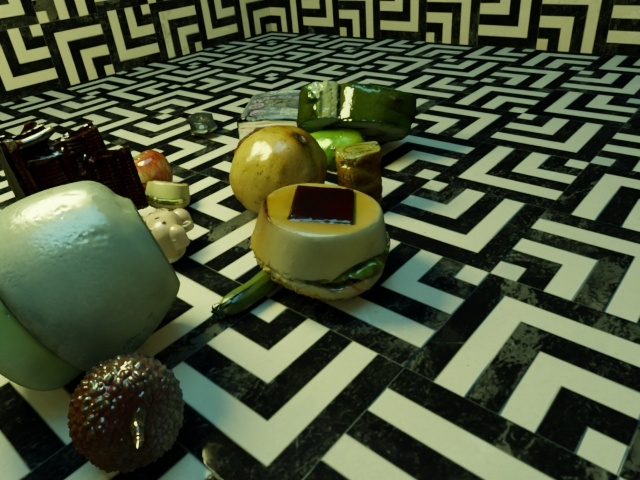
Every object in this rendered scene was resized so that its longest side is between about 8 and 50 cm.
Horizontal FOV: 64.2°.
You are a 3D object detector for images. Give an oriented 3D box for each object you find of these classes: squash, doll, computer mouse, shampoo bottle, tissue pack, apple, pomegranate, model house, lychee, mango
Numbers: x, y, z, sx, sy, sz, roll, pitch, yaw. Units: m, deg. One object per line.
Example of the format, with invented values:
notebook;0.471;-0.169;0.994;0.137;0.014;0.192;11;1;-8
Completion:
squash;-0.146;0.107;1.048;0.052;0.052;0.183;22;40;37
doll;-0.437;-0.004;1.228;0.277;0.119;0.154;-9;30;13
computer mouse;-0.456;-0.442;1.974;0.105;0.062;0.192;-16;39;-18
shampoo bottle;-0.423;0.068;0.882;0.317;0.323;0.322;-42;42;-12
tissue pack;-0.157;-0.468;1.921;0.259;0.122;0.361;-2;30;3
apple;-0.510;-0.196;1.522;0.146;0.131;0.146;-16;31;10
pomegranate;-0.111;-0.182;1.335;0.260;0.261;0.260;-4;32;2
model house;-0.600;-0.160;1.262;0.282;0.317;0.297;-31;29;-30
lychee;-0.276;0.246;0.735;0.165;0.165;0.197;-28;12;-32
mango;0.029;-0.280;1.577;0.232;0.111;0.126;-5;67;13

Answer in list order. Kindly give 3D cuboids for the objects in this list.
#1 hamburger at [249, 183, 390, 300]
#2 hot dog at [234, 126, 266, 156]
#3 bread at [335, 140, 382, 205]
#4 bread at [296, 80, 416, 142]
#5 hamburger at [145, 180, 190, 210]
hamburger;0.000;0.000;1.066;0.301;0.171;0.302;3;30;-2
hot dog;-0.159;-0.300;1.647;0.175;0.114;0.259;15;38;32
bread;0.104;-0.160;1.325;0.131;0.172;0.103;-14;35;-15
bread;0.105;-0.405;1.612;0.381;0.129;0.366;5;1;-43
hamburger;-0.428;-0.124;1.423;0.126;0.082;0.141;3;8;-15
